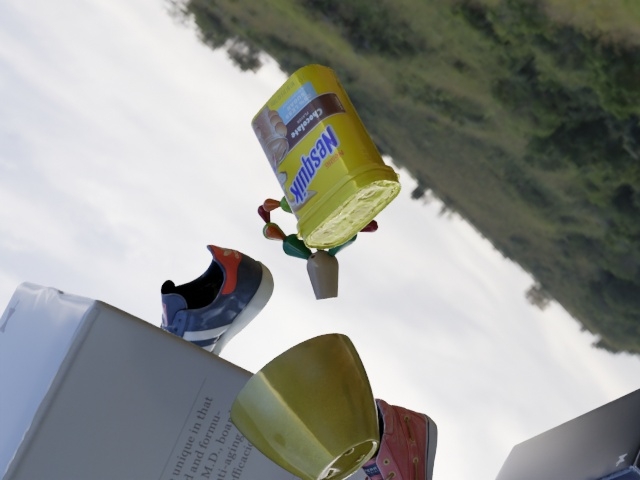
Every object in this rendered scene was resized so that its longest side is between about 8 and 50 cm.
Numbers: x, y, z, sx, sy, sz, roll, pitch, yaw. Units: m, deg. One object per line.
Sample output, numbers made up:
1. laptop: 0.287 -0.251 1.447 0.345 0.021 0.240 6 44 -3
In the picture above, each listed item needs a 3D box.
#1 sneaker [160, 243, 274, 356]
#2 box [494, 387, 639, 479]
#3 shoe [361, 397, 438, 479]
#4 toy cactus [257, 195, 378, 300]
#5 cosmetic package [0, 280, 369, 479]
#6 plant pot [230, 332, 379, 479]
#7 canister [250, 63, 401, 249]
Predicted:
1. sneaker: -0.236 0.156 1.574 0.148 0.350 0.131 35 180 -33
2. box: 0.401 0.365 1.154 0.294 0.296 0.183 46 -134 -3
3. shoe: 0.071 0.248 0.935 0.081 0.063 0.177 27 -127 -29
4. toy cactus: 0.000 0.000 1.415 0.112 0.219 0.180 2 -100 -61
5. cosmetic package: -0.207 0.277 1.076 0.394 0.327 0.329 30 167 -27
6. plant pot: 0.000 0.163 0.842 0.095 0.134 0.134 52 -162 29
7. canister: 0.001 -0.094 1.032 0.073 0.126 0.169 4 -129 -48
